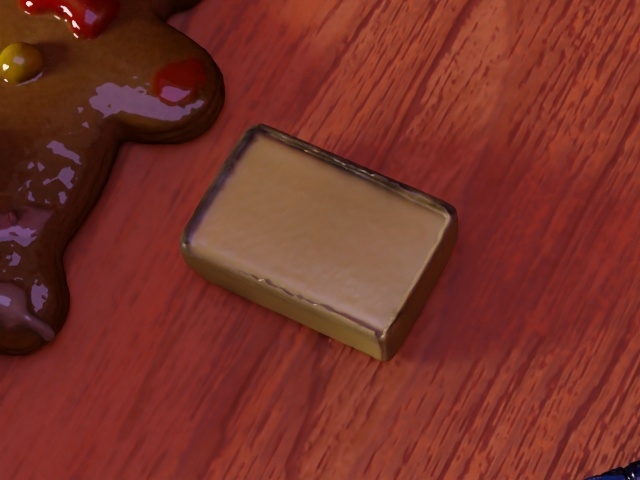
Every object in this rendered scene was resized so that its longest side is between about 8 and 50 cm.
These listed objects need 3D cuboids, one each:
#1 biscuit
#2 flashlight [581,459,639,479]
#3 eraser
[{"bbox_3d":[-0.213,-0.141,1.467,0.283,0.064,0.432,28,72,18],"label":"biscuit"},{"bbox_3d":[0.223,0.161,1.288,0.121,0.057,0.035,-22,65,6],"label":"flashlight"},{"bbox_3d":[0.000,0.000,1.380,0.172,0.058,0.117,24,70,16],"label":"eraser"}]
